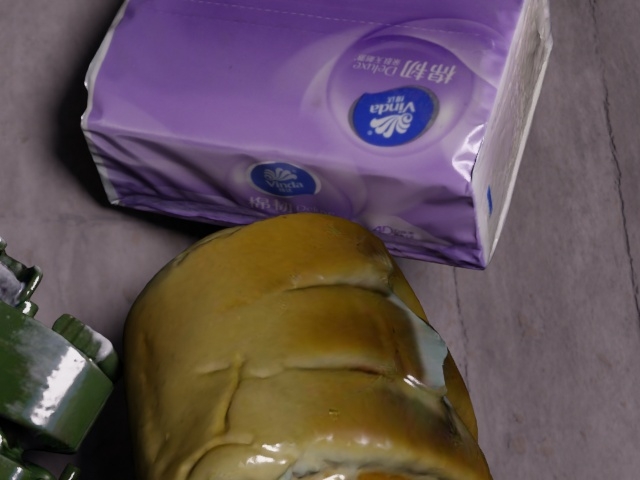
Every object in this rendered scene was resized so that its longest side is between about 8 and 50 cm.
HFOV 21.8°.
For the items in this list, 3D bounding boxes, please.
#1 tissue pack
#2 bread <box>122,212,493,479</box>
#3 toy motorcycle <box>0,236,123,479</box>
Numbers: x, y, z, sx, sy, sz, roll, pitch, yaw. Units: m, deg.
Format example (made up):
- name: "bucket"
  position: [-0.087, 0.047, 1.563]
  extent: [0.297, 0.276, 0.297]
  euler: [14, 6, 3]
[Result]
- name: "tissue pack"
  position: [-0.001, -0.132, 1.359]
  extent: [0.338, 0.160, 0.242]
  euler: [9, 60, 16]
- name: "bread"
  position: [0.005, 0.119, 1.258]
  extent: [0.300, 0.210, 0.341]
  euler: [37, 24, -31]
- name: "toy motorcycle"
  position: [-0.236, 0.120, 1.237]
  extent: [0.275, 0.127, 0.205]
  euler: [28, 70, 6]
